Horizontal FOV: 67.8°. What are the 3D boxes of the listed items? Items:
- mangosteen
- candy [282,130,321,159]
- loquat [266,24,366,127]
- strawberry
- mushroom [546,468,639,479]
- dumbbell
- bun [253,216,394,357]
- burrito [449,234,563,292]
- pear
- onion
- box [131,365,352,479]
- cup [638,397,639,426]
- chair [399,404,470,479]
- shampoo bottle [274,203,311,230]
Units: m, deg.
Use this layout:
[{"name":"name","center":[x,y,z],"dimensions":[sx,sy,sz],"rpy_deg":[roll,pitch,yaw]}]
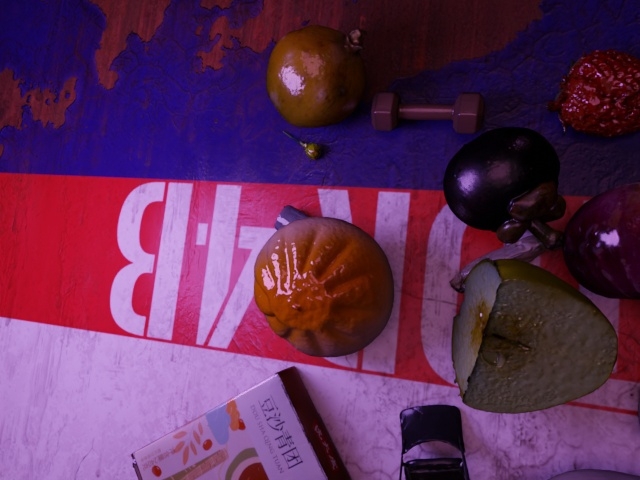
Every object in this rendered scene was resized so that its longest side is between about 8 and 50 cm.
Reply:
[{"name":"mangosteen","center":[0.350,-0.086,0.878],"dimensions":[0.211,0.211,0.249],"rpy_deg":[-34,74,9]},{"name":"candy","center":[-0.046,-0.226,1.109],"dimensions":[0.123,0.035,0.035],"rpy_deg":[36,83,26]},{"name":"loquat","center":[0.002,-0.353,1.003],"dimensions":[0.246,0.214,0.213],"rpy_deg":[-33,72,40]},{"name":"strawberry","center":[0.566,-0.267,0.896],"dimensions":[0.228,0.098,0.174],"rpy_deg":[27,91,19]},{"name":"mushroom","center":[0.500,0.477,0.802],"dimensions":[0.398,0.126,0.177],"rpy_deg":[6,93,13]},{"name":"dumbbell","center":[0.225,-0.271,1.004],"dimensions":[0.231,0.092,0.081],"rpy_deg":[7,113,18]},{"name":"bun","center":[-0.011,0.102,0.936],"dimensions":[0.299,0.165,0.298],"rpy_deg":[5,105,22]},{"name":"burrito","center":[0.363,0.043,0.932],"dimensions":[0.230,0.063,0.058],"rpy_deg":[-25,110,12]},{"name":"pear","center":[0.381,0.162,0.844],"dimensions":[0.293,0.159,0.292],"rpy_deg":[4,112,10]},{"name":"onion","center":[0.545,0.008,0.794],"dimensions":[0.231,0.256,0.272],"rpy_deg":[-1,59,1]},{"name":"box","center":[-0.152,0.508,0.985],"dimensions":[0.385,0.122,0.344],"rpy_deg":[-31,75,10]},{"name":"cup","center":[0.629,0.296,0.814],"dimensions":[0.133,0.136,0.099],"rpy_deg":[3,117,17]},{"name":"chair","center":[0.219,0.444,0.901],"dimensions":[0.140,0.221,0.145],"rpy_deg":[-10,122,14]},{"name":"shampoo bottle","center":[0.000,0.000,1.041],"dimensions":[0.214,0.072,0.072],"rpy_deg":[32,92,18]}]
